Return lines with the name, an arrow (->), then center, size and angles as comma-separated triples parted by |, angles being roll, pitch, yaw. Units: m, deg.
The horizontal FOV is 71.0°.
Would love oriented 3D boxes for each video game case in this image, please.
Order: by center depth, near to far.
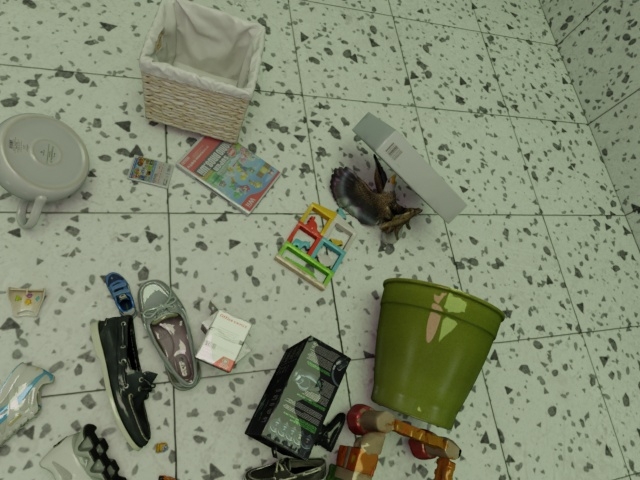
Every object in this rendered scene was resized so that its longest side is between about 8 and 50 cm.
video game case -> -0.530, -0.215, 1.405 | 0.122, 0.011, 0.087 | 14, 65, -15
video game case -> -0.300, -0.235, 1.489 | 0.285, 0.025, 0.204 | 35, 61, -4

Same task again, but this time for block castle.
block castle -> 0.158, 0.692, 1.174 | 0.303, 0.213, 0.452 | 26, 64, -13

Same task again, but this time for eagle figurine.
eagle figurine -> 0.207, -0.153, 1.576 | 0.298, 0.225, 0.226 | 44, 12, 34

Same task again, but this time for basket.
basket -> -0.375, -0.534, 1.432 | 0.332, 0.266, 0.328 | 13, 58, -16

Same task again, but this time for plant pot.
plant pot -> 0.309, 0.340, 1.320 | 0.367, 0.366, 0.352 | 23, 75, -10

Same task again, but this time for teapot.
teapot -> -0.778, -0.204, 1.220 | 0.252, 0.187, 0.256 | 56, 40, -23

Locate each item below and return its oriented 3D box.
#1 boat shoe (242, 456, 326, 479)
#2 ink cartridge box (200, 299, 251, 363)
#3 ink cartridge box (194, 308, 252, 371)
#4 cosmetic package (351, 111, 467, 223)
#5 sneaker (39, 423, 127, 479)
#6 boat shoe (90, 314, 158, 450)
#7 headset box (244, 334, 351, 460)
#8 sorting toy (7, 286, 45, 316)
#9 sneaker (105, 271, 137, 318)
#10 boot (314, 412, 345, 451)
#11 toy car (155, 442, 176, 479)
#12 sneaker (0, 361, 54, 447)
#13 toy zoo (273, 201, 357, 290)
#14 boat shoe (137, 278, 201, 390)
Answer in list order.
boat shoe -> -0.093, 0.599, 1.169 | 0.220, 0.077, 0.070 | -1, 109, -10
ink cartridge box -> -0.276, 0.260, 1.249 | 0.060, 0.104, 0.180 | -38, 84, -25
ink cartridge box -> -0.251, 0.261, 1.166 | 0.099, 0.056, 0.135 | 27, 66, -6
cosmetic package -> 0.294, -0.249, 1.513 | 0.377, 0.284, 0.097 | 38, 101, -27
sneaker -> -0.520, 0.604, 1.025 | 0.146, 0.122, 0.330 | -30, 82, -9
boat shoe -> -0.472, 0.343, 1.132 | 0.113, 0.127, 0.339 | -22, 68, -14
headset box -> -0.069, 0.420, 1.177 | 0.131, 0.246, 0.283 | 31, 61, -5
sorting toy -> -0.754, 0.159, 1.154 | 0.083, 0.045, 0.075 | 4, 75, -19
sneaker -> -0.541, 0.146, 1.224 | 0.053, 0.059, 0.144 | -27, 79, -25
boot -> 0.007, 0.529, 1.277 | 0.099, 0.045, 0.121 | 30, 62, -3
toy car -> -0.376, 0.566, 1.116 | 0.041, 0.060, 0.121 | 13, 68, -50
sneaker -> -0.712, 0.406, 1.041 | 0.092, 0.087, 0.228 | 23, 65, -12
toy zoo -> 0.000, 0.000, 1.498 | 0.192, 0.030, 0.293 | 34, 61, -4
boat shoe -> -0.404, 0.245, 1.208 | 0.118, 0.103, 0.320 | -17, 76, -25
